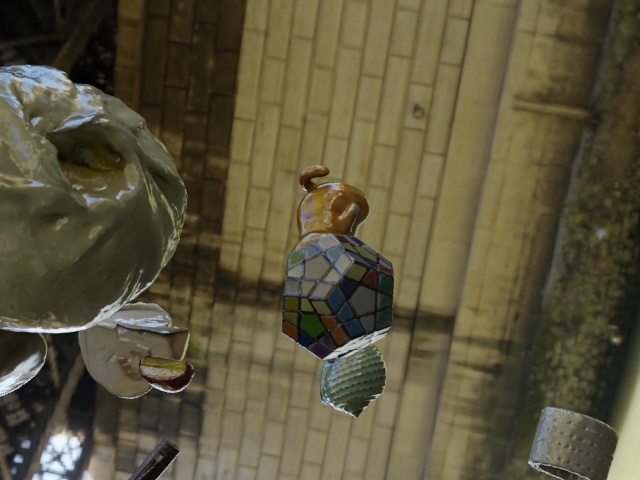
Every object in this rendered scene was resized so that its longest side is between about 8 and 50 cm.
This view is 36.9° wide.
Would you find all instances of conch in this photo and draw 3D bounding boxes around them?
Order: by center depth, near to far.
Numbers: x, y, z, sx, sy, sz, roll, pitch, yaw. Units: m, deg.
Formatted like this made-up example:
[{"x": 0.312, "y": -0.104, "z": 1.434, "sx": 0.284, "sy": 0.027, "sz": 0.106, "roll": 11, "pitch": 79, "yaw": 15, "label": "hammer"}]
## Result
[{"x": 0.077, "y": 0.274, "z": 2.017, "sx": 0.172, "sy": 0.131, "sz": 0.200, "roll": 112, "pitch": 174, "yaw": -67, "label": "conch"}]

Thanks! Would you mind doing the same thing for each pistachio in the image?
[{"x": -0.578, "y": 0.183, "z": 1.638, "sx": 0.288, "sy": 0.197, "sz": 0.166, "roll": -36, "pitch": 38, "yaw": 40, "label": "pistachio"}]

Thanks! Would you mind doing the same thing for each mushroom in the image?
[{"x": -0.408, "y": 0.248, "z": 2.182, "sx": 0.162, "sy": 0.236, "sz": 0.173, "roll": -47, "pitch": -37, "yaw": -66, "label": "mushroom"}]

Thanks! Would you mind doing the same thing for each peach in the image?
[{"x": -0.249, "y": 0.214, "z": 1.534, "sx": 0.077, "sy": 0.083, "sz": 0.050, "roll": -21, "pitch": 45, "yaw": 44, "label": "peach"}]

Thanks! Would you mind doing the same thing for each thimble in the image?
[{"x": 0.357, "y": 0.291, "z": 1.353, "sx": 0.102, "sy": 0.115, "sz": 0.090, "roll": -1, "pitch": 63, "yaw": 51, "label": "thimble"}]

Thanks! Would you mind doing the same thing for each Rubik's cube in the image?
[{"x": 0.014, "y": 0.048, "z": 0.817, "sx": 0.093, "sy": 0.111, "sz": 0.111, "roll": 53, "pitch": -139, "yaw": -47, "label": "Rubik's cube"}]

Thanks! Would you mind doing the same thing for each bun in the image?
[{"x": -0.332, "y": -0.067, "z": 1.121, "sx": 0.219, "sy": 0.365, "sz": 0.365, "roll": -55, "pitch": 15, "yaw": 45, "label": "bun"}]

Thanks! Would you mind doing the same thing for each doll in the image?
[{"x": 0.017, "y": -0.005, "z": 2.048, "sx": 0.167, "sy": 0.162, "sz": 0.270, "roll": 115, "pitch": 162, "yaw": -53, "label": "doll"}]

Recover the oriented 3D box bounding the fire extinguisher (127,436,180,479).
[{"x": -0.340, "y": 0.455, "z": 1.860, "sx": 0.157, "sy": 0.045, "sz": 0.078, "roll": -48, "pitch": -12, "yaw": -9, "label": "fire extinguisher"}]
